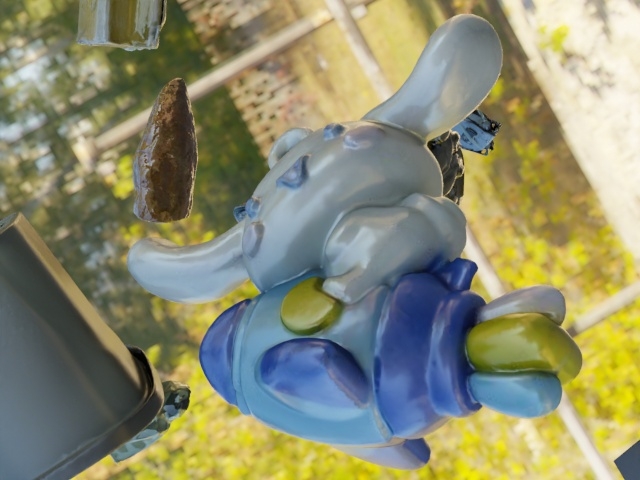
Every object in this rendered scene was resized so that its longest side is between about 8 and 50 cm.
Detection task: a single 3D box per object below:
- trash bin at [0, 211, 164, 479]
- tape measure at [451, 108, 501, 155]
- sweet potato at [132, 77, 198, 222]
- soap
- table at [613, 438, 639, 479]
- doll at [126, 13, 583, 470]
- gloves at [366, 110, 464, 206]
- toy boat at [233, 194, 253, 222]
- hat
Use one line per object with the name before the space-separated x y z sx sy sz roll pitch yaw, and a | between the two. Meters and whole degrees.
trash bin | -0.327 0.120 1.490 0.250 0.220 0.219 58 176 -12
tape measure | 0.299 -0.213 2.685 0.094 0.054 0.091 27 144 11
sweet potato | -0.234 -0.132 2.095 0.097 0.097 0.252 65 -155 -64
soap | -0.236 -0.371 1.675 0.173 0.089 0.274 -160 75 -70
table | 0.413 0.265 1.624 0.082 0.083 0.070 5 -132 -42
doll | 0.022 0.035 1.100 0.187 0.376 0.366 14 -139 -37
gloves | 0.110 -0.086 1.749 0.154 0.141 0.331 63 157 9
toy boat | 0.000 0.000 1.742 0.246 0.093 0.103 21 -124 -24
hat | -0.216 0.205 1.641 0.081 0.122 0.166 44 168 1
